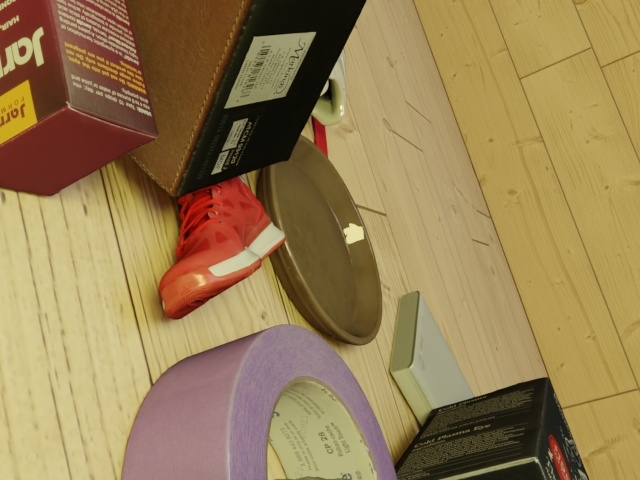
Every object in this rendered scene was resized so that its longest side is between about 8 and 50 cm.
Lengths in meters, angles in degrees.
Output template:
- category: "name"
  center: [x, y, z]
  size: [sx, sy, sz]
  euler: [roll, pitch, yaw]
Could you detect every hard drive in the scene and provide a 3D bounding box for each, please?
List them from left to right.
- category: "hard drive"
  center: [0.199, 0.257, 1.097]
  size: [0.308, 0.040, 0.203]
  euler: [61, 22, -21]

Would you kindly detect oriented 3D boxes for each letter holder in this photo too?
- category: "letter holder"
  center: [-0.084, -0.226, 0.528]
  size: [0.214, 0.302, 0.152]
  euler: [41, 36, 16]

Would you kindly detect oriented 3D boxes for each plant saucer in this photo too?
- category: "plant saucer"
  center: [0.000, 0.000, 0.861]
  size: [0.278, 0.041, 0.278]
  euler: [51, 27, -39]

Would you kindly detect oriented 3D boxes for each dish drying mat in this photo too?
- category: "dish drying mat"
  center: [-0.001, -0.162, 1.056]
  size: [0.032, 0.008, 0.083]
  euler: [43, 34, -47]

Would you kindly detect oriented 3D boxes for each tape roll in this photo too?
- category: "tape roll"
  center: [-0.026, 0.208, 0.534]
  size: [0.275, 0.090, 0.275]
  euler: [51, 27, -39]

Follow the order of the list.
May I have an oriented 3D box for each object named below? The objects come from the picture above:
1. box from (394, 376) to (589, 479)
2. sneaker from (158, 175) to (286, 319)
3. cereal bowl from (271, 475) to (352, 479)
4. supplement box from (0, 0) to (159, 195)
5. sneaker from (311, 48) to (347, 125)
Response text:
- category: "box"
  center: [0.234, 0.373, 0.794]
  size: [0.343, 0.178, 0.312]
  euler: [70, 19, 3]
- category: "sneaker"
  center: [-0.108, -0.019, 0.593]
  size: [0.128, 0.087, 0.221]
  euler: [58, 10, -4]
- category: "cereal bowl"
  center: [-0.031, 0.272, 0.298]
  size: [0.338, 0.141, 0.339]
  euler: [5, 81, -35]
- category: "supplement box"
  center: [-0.188, -0.138, 0.452]
  size: [0.081, 0.104, 0.188]
  euler: [13, 58, -64]
- category: "sneaker"
  center: [-0.039, -0.275, 0.923]
  size: [0.305, 0.114, 0.152]
  euler: [43, 32, -48]
